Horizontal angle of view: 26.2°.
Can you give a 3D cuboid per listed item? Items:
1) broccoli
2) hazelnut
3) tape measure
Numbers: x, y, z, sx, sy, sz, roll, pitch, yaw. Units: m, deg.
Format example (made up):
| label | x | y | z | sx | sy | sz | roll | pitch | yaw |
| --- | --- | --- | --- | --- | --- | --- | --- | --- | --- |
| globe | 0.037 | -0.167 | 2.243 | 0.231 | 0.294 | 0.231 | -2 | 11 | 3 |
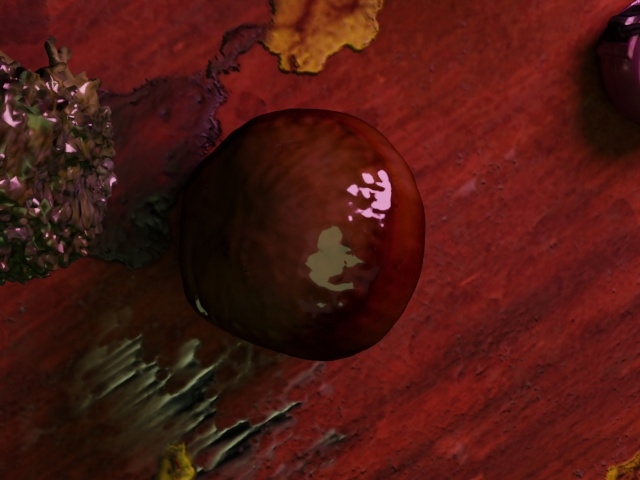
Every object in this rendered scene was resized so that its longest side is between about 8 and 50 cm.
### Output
| label | x | y | z | sx | sy | sz | roll | pitch | yaw |
| --- | --- | --- | --- | --- | --- | --- | --- | --- | --- |
| broccoli | -0.279 | -0.069 | 0.908 | 0.235 | 0.260 | 0.288 | -48 | 159 | -11 |
| hazelnut | 0.000 | 0.000 | 1.052 | 0.208 | 0.208 | 0.208 | -5 | 109 | -15 |
| tape measure | 0.296 | -0.152 | 1.142 | 0.125 | 0.074 | 0.118 | -25 | 107 | -13 |
